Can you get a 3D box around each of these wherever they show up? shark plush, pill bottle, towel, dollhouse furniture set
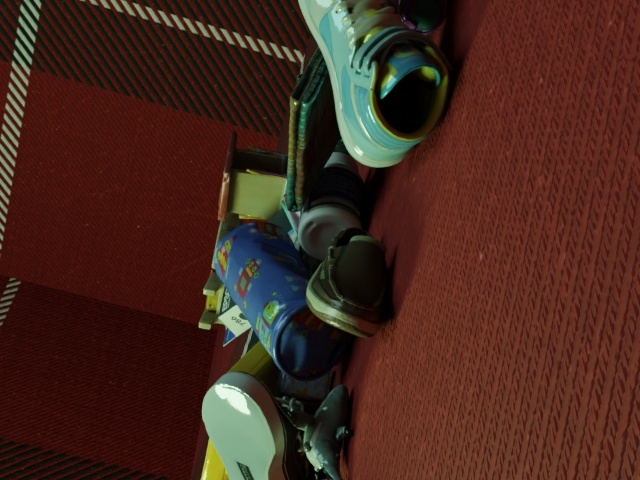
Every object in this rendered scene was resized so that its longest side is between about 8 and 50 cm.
[{"bbox_3d":[0.009,0.234,1.342,0.067,0.073,0.161,-39,13,17],"label":"shark plush"},{"bbox_3d":[0.019,-0.056,1.673,0.169,0.094,0.094,-84,11,-51],"label":"pill bottle"},{"bbox_3d":[0.042,-0.247,1.595,0.271,0.040,0.370,94,-160,-59],"label":"towel"},{"bbox_3d":[-0.104,-0.004,2.156,0.152,0.201,0.374,-86,7,-55],"label":"dollhouse furniture set"}]

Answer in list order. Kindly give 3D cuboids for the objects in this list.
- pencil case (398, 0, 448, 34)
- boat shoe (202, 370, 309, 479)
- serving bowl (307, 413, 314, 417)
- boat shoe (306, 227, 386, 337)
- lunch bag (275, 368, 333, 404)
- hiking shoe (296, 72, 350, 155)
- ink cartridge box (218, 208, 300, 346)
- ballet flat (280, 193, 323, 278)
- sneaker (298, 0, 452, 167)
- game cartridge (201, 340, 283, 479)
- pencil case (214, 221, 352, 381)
[{"bbox_3d":[0.128,-0.321,1.496,0.070,0.064,0.152,-36,19,15],"label":"pencil case"},{"bbox_3d":[-0.065,0.249,1.455,0.105,0.113,0.306,-53,-34,-32],"label":"boat shoe"},{"bbox_3d":[-0.032,0.289,1.629,0.083,0.027,0.083,-166,90,-83],"label":"serving bowl"},{"bbox_3d":[0.038,0.037,1.366,0.257,0.095,0.095,-105,37,-76],"label":"boat shoe"},{"bbox_3d":[-0.025,0.200,1.581,0.083,0.071,0.053,150,131,-78],"label":"lunch bag"},{"bbox_3d":[0.036,-0.197,1.927,0.304,0.113,0.132,-104,-1,-63],"label":"hiking shoe"},{"bbox_3d":[-0.087,0.044,1.944,0.332,0.065,0.165,-38,32,41],"label":"ink cartridge box"},{"bbox_3d":[0.000,0.000,1.737,0.079,0.077,0.221,-29,52,14],"label":"ballet flat"},{"bbox_3d":[0.068,-0.250,1.330,0.208,0.127,0.319,175,76,-77],"label":"sneaker"},{"bbox_3d":[-0.105,0.305,1.656,0.285,0.052,0.324,-40,-35,-70],"label":"game cartridge"},{"bbox_3d":[-0.053,0.078,1.586,0.119,0.133,0.306,-59,29,11],"label":"pencil case"}]
